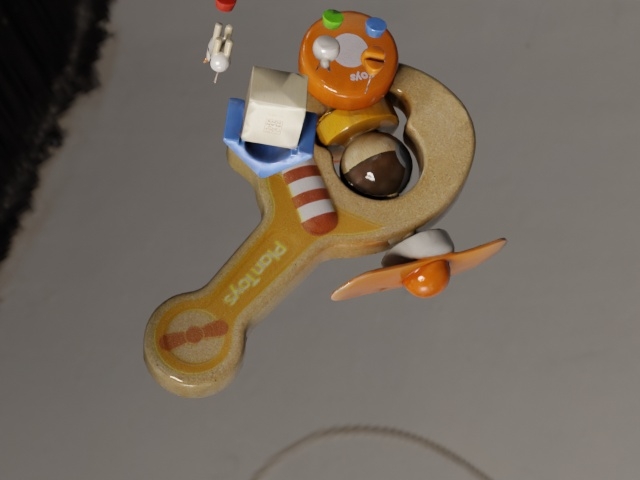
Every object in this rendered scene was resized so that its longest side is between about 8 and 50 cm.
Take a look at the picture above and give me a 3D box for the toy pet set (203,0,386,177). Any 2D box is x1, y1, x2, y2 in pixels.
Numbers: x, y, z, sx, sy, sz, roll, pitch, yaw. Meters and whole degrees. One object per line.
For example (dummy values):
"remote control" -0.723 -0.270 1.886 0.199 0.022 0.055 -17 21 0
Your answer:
"toy pet set" -0.022 -0.103 1.034 0.122 0.065 0.114 10 47 -6

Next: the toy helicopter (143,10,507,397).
"toy helicopter" 0.000 0.000 1.239 0.235 0.140 0.355 40 70 8
